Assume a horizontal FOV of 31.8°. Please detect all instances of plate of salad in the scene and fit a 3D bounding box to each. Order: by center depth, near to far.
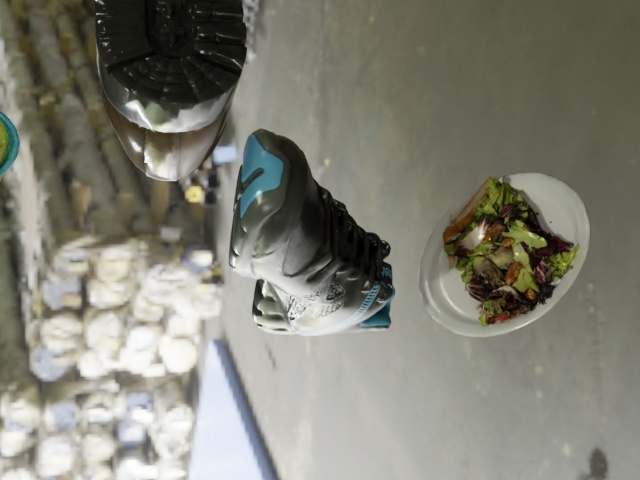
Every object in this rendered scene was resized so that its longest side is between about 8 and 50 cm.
[{"bbox_3d":[0.185,0.007,1.175,0.200,0.048,0.200,-22,47,25],"label":"plate of salad"}]

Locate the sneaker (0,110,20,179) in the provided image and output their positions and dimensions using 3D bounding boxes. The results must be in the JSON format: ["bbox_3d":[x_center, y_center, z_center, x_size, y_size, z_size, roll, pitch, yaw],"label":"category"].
[{"bbox_3d":[-0.338,-0.106,0.925,0.319,0.208,0.127,-94,-7,-51],"label":"sneaker"}]

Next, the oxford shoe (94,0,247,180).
[{"bbox_3d":[-0.075,-0.128,0.539,0.096,0.083,0.227,107,168,-57],"label":"oxford shoe"}]

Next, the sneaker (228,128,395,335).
[{"bbox_3d":[0.000,0.000,1.015,0.341,0.140,0.125,74,-156,-70],"label":"sneaker"}]
